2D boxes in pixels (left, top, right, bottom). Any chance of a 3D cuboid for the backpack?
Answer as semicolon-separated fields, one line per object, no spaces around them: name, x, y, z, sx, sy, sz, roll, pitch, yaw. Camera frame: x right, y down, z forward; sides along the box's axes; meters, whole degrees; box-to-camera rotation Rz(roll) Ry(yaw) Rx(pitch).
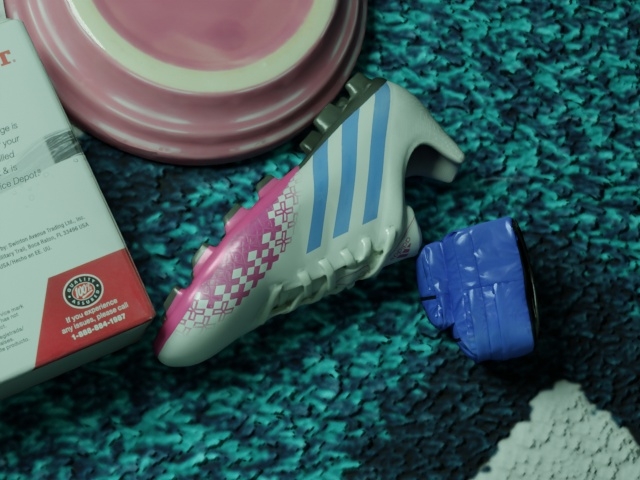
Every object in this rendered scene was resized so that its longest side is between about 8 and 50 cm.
backpack;0.140;0.049;1.192;0.101;0.098;0.120;-15;87;6

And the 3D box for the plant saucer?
plant saucer;-0.113;-0.235;1.205;0.332;0.084;0.332;4;75;-14

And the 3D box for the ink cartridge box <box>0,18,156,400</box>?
ink cartridge box;-0.280;-0.014;1.089;0.197;0.114;0.273;-23;83;-18

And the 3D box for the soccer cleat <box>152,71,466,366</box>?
soccer cleat;0.000;0.000;1.154;0.143;0.116;0.331;39;70;2
